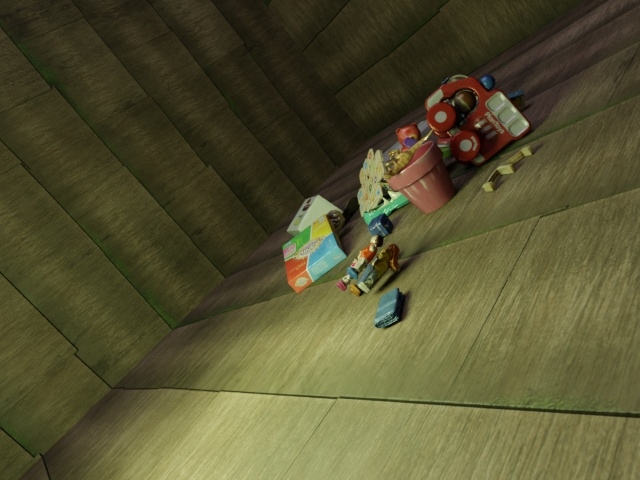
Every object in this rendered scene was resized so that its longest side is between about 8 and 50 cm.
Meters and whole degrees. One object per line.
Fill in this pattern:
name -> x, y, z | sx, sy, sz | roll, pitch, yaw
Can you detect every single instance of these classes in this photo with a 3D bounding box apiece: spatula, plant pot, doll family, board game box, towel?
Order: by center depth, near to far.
towel -> 0.164, 0.163, 1.155 | 0.067, 0.029, 0.119 | -33, 14, 27
doll family -> 0.151, 0.079, 1.383 | 0.163, 0.118, 0.263 | -50, -4, -18
plant pot -> 0.340, -0.196, 1.592 | 0.201, 0.180, 0.201 | -37, 12, 9
spatula -> 0.447, -0.339, 1.765 | 0.296, 0.030, 0.084 | 12, 35, 25
board game box -> 0.308, -0.256, 1.812 | 0.170, 0.048, 0.141 | -44, 17, -2
board game box -> -0.032, 0.044, 1.956 | 0.242, 0.064, 0.317 | -37, 26, 9

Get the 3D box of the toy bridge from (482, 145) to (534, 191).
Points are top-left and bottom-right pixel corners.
toy bridge -> 0.538, -0.207, 1.404 | 0.188, 0.026, 0.063 | -41, 11, -12

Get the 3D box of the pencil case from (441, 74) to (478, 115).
pencil case -> 0.588, -0.604, 2.193 | 0.183, 0.160, 0.410 | -16, -4, 5

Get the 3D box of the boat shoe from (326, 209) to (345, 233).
boat shoe -> 0.000, 0.000, 2.151 | 0.302, 0.109, 0.098 | -50, -25, 0

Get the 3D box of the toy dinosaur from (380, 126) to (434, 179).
toy dinosaur -> 0.270, -0.265, 1.517 | 0.211, 0.064, 0.112 | -49, 30, 1

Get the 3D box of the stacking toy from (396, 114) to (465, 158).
stacking toy -> 0.472, -0.423, 1.914 | 0.308, 0.131, 0.279 | -23, 19, -9

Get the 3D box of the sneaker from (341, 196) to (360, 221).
sneaker -> 0.127, -0.148, 2.361 | 0.071, 0.066, 0.188 | -27, 16, 49

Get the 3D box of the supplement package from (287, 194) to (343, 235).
supplement package -> -0.030, -0.090, 2.310 | 0.194, 0.149, 0.203 | -60, 16, -11

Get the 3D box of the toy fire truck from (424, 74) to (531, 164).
toy fire truck -> 0.511, -0.409, 1.621 | 0.254, 0.302, 0.169 | -39, -10, 17

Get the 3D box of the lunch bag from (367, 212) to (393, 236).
lunch bag -> 0.215, -0.050, 1.710 | 0.065, 0.067, 0.098 | -33, 14, 30

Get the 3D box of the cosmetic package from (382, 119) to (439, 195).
cosmetic package -> 0.397, -0.372, 2.163 | 0.385, 0.156, 0.217 | -41, 12, -4

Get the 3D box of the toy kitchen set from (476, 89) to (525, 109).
toy kitchen set -> 0.671, -0.485, 1.787 | 0.166, 0.122, 0.207 | -13, 37, 25

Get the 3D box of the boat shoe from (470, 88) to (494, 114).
boat shoe -> 0.725, -0.606, 2.166 | 0.084, 0.095, 0.258 | -22, 19, 43

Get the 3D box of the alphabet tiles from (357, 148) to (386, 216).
alphabet tiles -> 0.215, -0.236, 2.042 | 0.284, 0.021, 0.278 | 112, 157, -50

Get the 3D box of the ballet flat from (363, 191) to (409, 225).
ballet flat -> 0.268, -0.150, 1.875 | 0.247, 0.087, 0.083 | -36, 12, 14
